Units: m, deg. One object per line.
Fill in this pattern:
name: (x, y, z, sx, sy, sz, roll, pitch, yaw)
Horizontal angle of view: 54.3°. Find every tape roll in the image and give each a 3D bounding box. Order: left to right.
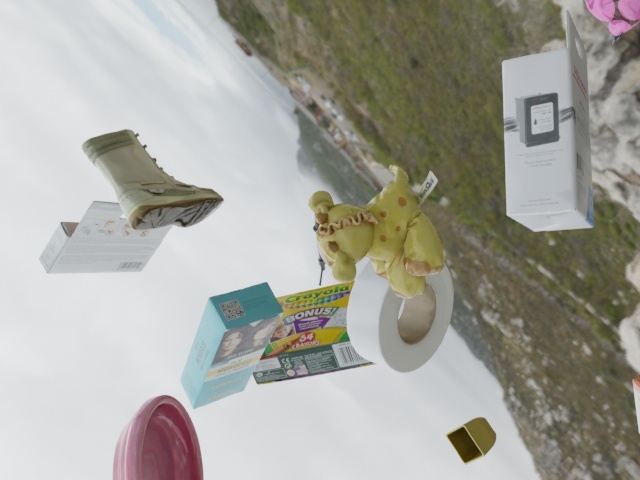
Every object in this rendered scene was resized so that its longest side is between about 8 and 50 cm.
tape roll: (0.193, 0.160, 1.467, 0.100, 0.286, 0.286, 13, 158, 45)

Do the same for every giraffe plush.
giraffe plush: (0.070, -0.005, 0.921, 0.181, 0.170, 0.210, 53, 148, 40)

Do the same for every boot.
boot: (-0.262, -0.100, 1.001, 0.165, 0.077, 0.213, 51, -155, 14)

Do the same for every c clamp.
c clamp: (0.000, 0.000, 1.436, 0.137, 0.022, 0.161, -86, -9, -53)

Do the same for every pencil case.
pencil case: (0.439, -0.423, 0.994, 0.209, 0.095, 0.098, 47, 173, -6)

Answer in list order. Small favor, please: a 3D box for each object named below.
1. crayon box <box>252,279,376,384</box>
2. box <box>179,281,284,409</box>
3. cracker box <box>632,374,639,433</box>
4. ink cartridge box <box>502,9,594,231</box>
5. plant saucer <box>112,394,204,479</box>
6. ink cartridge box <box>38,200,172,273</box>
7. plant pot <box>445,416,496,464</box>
crayon box: (-0.006, 0.258, 1.832, 0.313, 0.363, 0.106, -77, -29, -61)
box: (-0.144, 0.170, 0.981, 0.100, 0.244, 0.060, -14, -123, -34)
cracker box: (0.665, 0.349, 1.153, 0.156, 0.067, 0.232, 55, 177, 48)
ink cartridge box: (0.213, -0.105, 0.583, 0.104, 0.060, 0.180, 14, -106, -57)
plant saucer: (-0.350, 0.506, 1.348, 0.332, 0.084, 0.332, -13, -90, -81)
ink cartridge box: (-0.502, -0.018, 1.519, 0.060, 0.239, 0.275, 51, -155, 25)
plant pot: (0.362, 0.460, 1.462, 0.081, 0.083, 0.081, 57, 143, 17)
